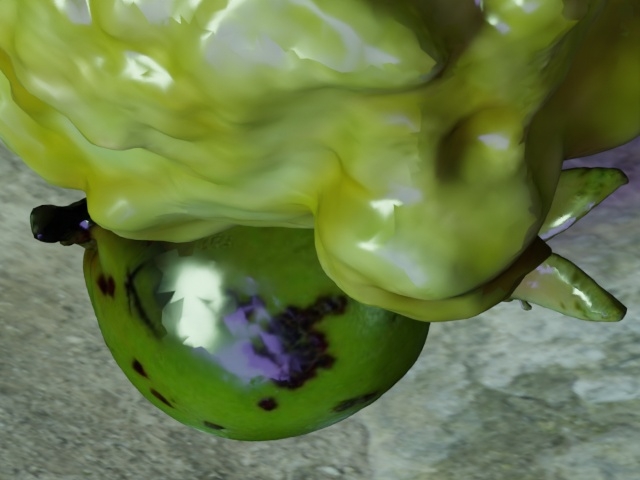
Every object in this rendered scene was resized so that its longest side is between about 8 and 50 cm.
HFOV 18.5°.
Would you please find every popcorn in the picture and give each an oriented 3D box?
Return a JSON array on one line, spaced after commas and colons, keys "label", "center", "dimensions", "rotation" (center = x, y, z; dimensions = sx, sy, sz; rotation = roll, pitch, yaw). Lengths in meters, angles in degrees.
[{"label": "popcorn", "center": [-0.011, -0.093, 0.589], "dimensions": [0.255, 0.195, 0.256], "rotation": [40, 139, -25]}]

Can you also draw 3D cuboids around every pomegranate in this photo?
[{"label": "pomegranate", "center": [0.010, -0.005, 0.761], "dimensions": [0.220, 0.156, 0.156], "rotation": [-11, 146, 5]}]
